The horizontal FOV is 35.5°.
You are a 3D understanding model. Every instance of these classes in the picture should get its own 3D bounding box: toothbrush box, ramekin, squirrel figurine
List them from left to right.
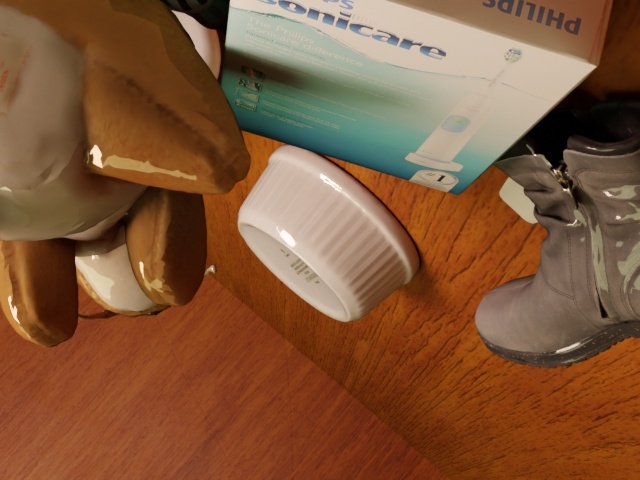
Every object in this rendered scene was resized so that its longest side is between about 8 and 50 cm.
[{"bbox_3d":[-0.218,-0.105,0.864,0.397,0.281,0.370,63,-178,15],"label":"squirrel figurine"},{"bbox_3d":[0.000,0.000,1.430,0.273,0.127,0.273,39,165,12],"label":"ramekin"},{"bbox_3d":[0.050,-0.151,0.698,0.216,0.126,0.295,16,167,-3],"label":"toothbrush box"}]

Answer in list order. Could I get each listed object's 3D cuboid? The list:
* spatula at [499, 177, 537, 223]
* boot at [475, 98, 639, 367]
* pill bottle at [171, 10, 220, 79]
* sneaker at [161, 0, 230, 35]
[{"bbox_3d":[0.256,-0.025,0.895,0.168,0.019,0.242,42,166,4],"label":"spatula"},{"bbox_3d":[0.210,-0.009,0.861,0.223,0.118,0.338,49,150,-14],"label":"boot"},{"bbox_3d":[-0.257,-0.203,1.339,0.210,0.210,0.363,43,166,-5],"label":"pill bottle"},{"bbox_3d":[-0.115,-0.272,0.821,0.098,0.083,0.224,36,-139,-68],"label":"sneaker"}]
